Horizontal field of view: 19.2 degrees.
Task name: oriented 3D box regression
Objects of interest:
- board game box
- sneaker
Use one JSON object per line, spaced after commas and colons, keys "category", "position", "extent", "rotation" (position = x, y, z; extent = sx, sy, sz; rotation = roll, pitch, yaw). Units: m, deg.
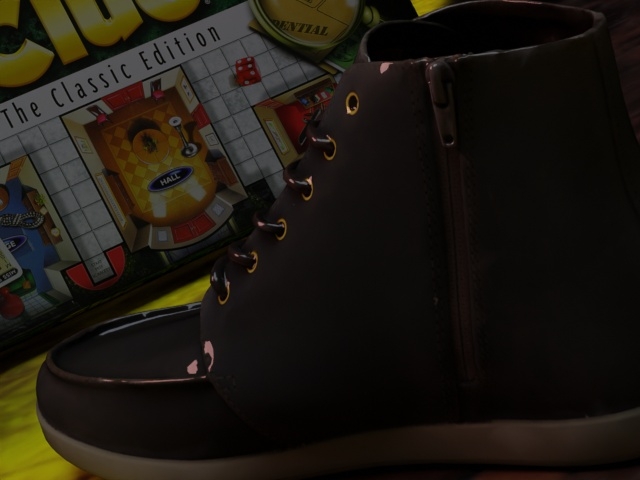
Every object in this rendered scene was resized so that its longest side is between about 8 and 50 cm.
{"category": "board game box", "position": [-0.077, -0.053, 0.757], "extent": [0.260, 0.136, 0.030], "rotation": [-26, -8, -22]}
{"category": "sneaker", "position": [0.000, 0.000, 0.538], "extent": [0.222, 0.118, 0.083], "rotation": [-8, 20, 30]}
